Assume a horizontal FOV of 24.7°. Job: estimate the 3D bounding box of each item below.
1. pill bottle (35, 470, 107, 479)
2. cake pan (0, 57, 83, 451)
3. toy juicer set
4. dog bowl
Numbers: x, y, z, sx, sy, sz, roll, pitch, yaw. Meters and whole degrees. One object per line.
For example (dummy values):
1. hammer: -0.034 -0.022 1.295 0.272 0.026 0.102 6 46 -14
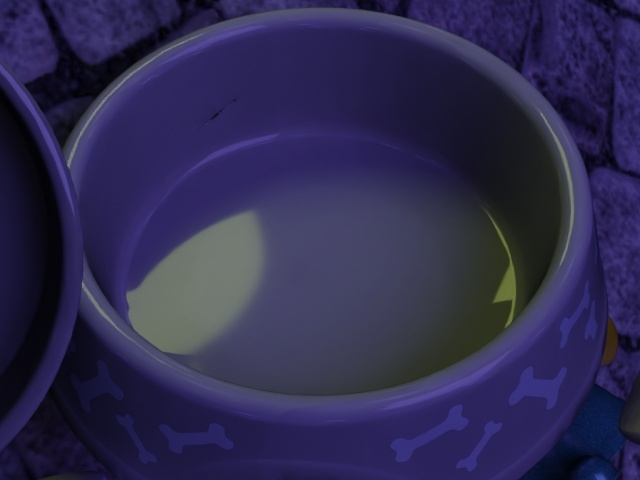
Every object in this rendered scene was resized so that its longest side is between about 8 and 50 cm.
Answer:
1. pill bottle: -0.123 0.302 0.821 0.181 0.181 0.322 -24 99 -35
2. cake pan: -0.269 0.004 0.751 0.293 0.054 0.293 -1 100 -7
3. toy juicer set: 0.164 0.118 0.968 0.209 0.329 0.089 -39 99 -37
4. dog bowl: 0.000 0.000 0.856 0.349 0.349 0.102 -47 155 -30
